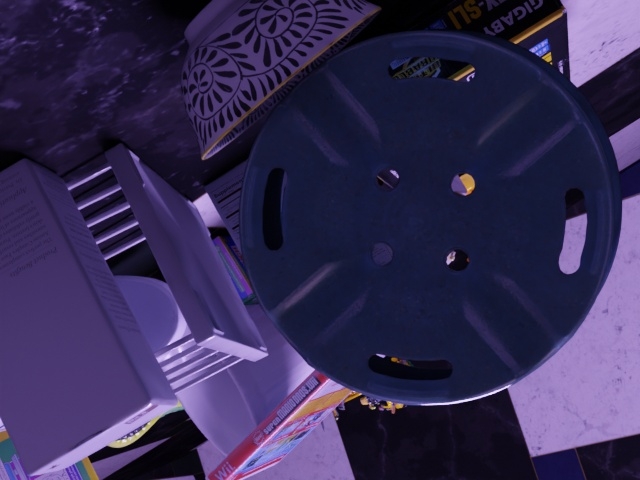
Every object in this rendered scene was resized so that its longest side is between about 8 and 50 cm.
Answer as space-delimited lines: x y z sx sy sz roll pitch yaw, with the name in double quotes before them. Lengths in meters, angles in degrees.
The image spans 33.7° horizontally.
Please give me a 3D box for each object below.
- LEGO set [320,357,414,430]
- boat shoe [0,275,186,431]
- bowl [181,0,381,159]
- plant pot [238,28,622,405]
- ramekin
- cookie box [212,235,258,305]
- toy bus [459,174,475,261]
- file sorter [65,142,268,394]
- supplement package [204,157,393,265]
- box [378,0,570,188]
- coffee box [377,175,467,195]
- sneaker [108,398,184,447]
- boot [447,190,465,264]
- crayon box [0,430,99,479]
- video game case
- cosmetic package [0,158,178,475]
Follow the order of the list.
"LEGO set" 0.004 0.167 1.765 0.192 0.331 0.255 -24 -172 -18
"boat shoe" -0.311 0.153 1.301 0.367 0.136 0.156 -28 169 10
"bowl" -0.045 -0.142 0.763 0.170 0.080 0.170 -39 -176 4
"plant pot" 0.092 -0.021 0.860 0.341 0.341 0.334 -31 179 9
"ramekin" -0.123 0.184 1.569 0.135 0.277 0.277 -31 171 -28
"cookie box" -0.105 0.041 1.420 0.040 0.092 0.107 -36 167 18
"toy bus" 0.290 -0.016 1.841 0.149 0.211 0.220 -33 167 25
"file sorter" -0.189 0.057 1.045 0.173 0.193 0.278 -27 169 2
"supplement package" 0.000 0.000 1.220 0.149 0.203 0.194 -31 169 6
"box" 0.148 -0.168 1.177 0.257 0.079 0.322 -33 168 8
"coffee box" 0.061 -0.037 1.466 0.246 0.098 0.141 -37 164 30
"sneaker" -0.316 0.298 2.054 0.295 0.109 0.123 -24 -169 -32
"boot" 0.138 -0.003 1.370 0.213 0.077 0.165 -32 164 33
"crayon box" -0.398 0.319 1.432 0.165 0.278 0.081 -25 167 -19
"video game case" -0.005 0.203 1.354 0.285 0.025 0.204 -46 165 13
"cosmetic package" -0.225 0.061 0.864 0.117 0.231 0.085 -30 169 4
